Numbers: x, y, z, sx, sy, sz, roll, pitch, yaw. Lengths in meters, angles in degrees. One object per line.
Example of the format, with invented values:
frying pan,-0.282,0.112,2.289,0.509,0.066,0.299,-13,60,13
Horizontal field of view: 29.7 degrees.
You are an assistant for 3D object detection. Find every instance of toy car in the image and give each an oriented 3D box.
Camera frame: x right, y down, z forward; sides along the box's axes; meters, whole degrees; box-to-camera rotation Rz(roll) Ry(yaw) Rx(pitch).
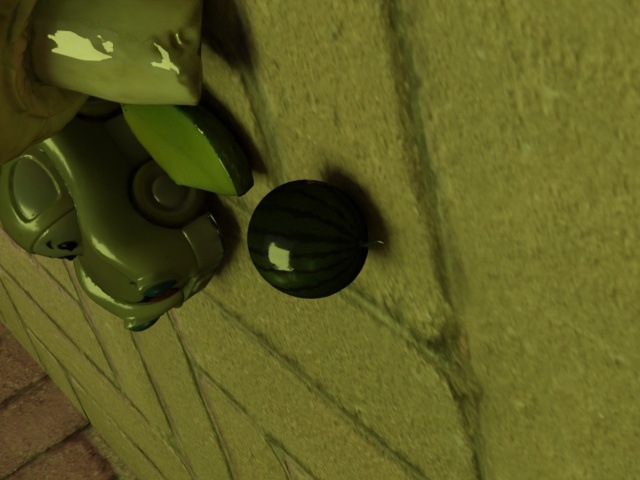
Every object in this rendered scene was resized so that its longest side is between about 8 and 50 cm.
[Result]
toy car,-0.291,-0.050,1.440,0.336,0.226,0.242,56,159,6

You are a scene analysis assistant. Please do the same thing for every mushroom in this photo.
mushroom,-0.290,-0.236,1.134,0.325,0.353,0.353,-117,7,-58

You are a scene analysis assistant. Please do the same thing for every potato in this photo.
potato,-0.132,-0.109,1.254,0.198,0.054,0.119,29,142,42

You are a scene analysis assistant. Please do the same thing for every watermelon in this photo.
watermelon,0.000,0.000,1.062,0.133,0.105,0.105,7,131,34
